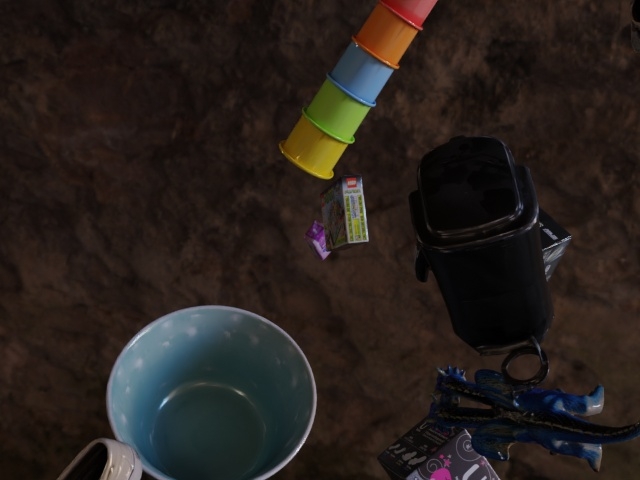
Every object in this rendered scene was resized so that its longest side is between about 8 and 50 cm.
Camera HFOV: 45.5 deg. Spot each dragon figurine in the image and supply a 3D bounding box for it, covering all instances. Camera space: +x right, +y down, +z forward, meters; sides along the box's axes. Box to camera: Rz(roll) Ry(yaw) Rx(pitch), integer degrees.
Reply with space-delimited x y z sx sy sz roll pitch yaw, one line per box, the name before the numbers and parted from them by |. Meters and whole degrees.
dragon figurine | 0.199 0.175 0.759 0.144 0.085 0.289 8 -7 -9

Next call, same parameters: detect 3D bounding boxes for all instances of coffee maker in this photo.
coffee maker | 0.158 0.019 0.689 0.120 0.171 0.178 -32 -40 -1

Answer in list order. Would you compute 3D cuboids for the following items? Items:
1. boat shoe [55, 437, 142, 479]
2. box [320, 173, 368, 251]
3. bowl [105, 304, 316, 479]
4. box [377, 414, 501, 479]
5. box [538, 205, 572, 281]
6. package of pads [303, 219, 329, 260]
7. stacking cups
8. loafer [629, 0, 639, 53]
boat shoe | -0.327 0.363 0.937 0.096 0.267 0.088 32 -15 29
box | 0.039 -0.043 1.339 0.036 0.114 0.207 -6 -4 -10
bowl | -0.169 0.272 1.190 0.311 0.311 0.163 12 -41 0
box | 0.245 0.456 1.363 0.247 0.142 0.163 54 -13 -7
box | 0.339 0.019 1.356 0.077 0.147 0.180 -21 -37 -28
package of pads | 0.000 0.000 1.582 0.032 0.050 0.083 27 -18 32
stacking cups | 0.059 -0.237 1.074 0.096 0.096 0.316 22 -64 -27
loafer | 0.260 -0.189 0.600 0.039 0.045 0.125 -22 -23 -3
